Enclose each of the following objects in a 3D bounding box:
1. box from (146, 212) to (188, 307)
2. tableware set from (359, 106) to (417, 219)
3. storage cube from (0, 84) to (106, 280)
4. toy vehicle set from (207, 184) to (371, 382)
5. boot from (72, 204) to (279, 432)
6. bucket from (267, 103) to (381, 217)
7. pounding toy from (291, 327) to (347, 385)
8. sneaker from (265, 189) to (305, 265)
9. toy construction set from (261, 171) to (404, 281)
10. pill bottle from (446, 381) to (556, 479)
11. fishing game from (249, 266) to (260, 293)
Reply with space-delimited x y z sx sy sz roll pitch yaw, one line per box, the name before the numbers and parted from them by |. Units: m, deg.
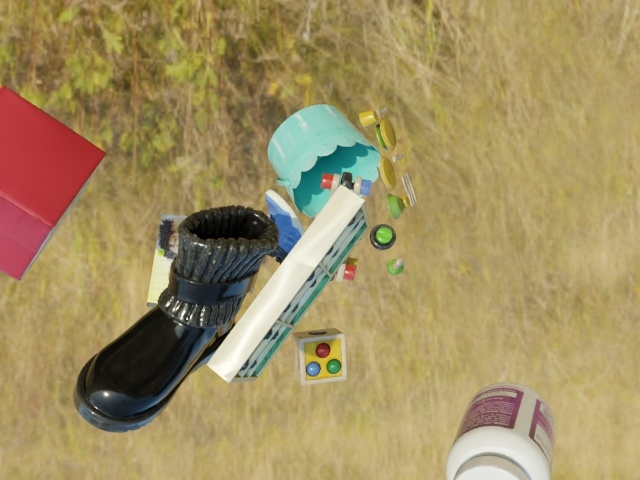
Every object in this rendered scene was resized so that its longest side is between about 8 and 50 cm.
box | -0.357 0.054 2.038 0.087 0.232 0.058 6 176 16
tableware set | 0.091 -0.108 1.168 0.024 0.154 0.104 -15 -171 25
storage cube | -0.490 -0.086 1.329 0.193 0.215 0.183 34 135 -14
toy vehicle set | -0.032 0.061 1.057 0.035 0.267 0.166 36 178 10
boot | -0.212 0.102 1.245 0.131 0.348 0.260 34 127 9
bucket | 0.004 -0.215 2.248 0.281 0.183 0.281 -24 148 -17
pounding toy | -0.041 0.286 2.224 0.206 0.181 0.094 -5 -173 -17
sneaker | -0.080 -0.016 1.531 0.084 0.058 0.152 -38 129 -9
toy construction set | 0.000 0.000 1.932 0.308 0.257 0.237 -13 168 -8
pill bottle | 0.303 0.367 1.407 0.169 0.169 0.301 -12 -172 21
fishing game | -0.168 0.068 1.726 0.041 0.189 0.264 27 149 -21
